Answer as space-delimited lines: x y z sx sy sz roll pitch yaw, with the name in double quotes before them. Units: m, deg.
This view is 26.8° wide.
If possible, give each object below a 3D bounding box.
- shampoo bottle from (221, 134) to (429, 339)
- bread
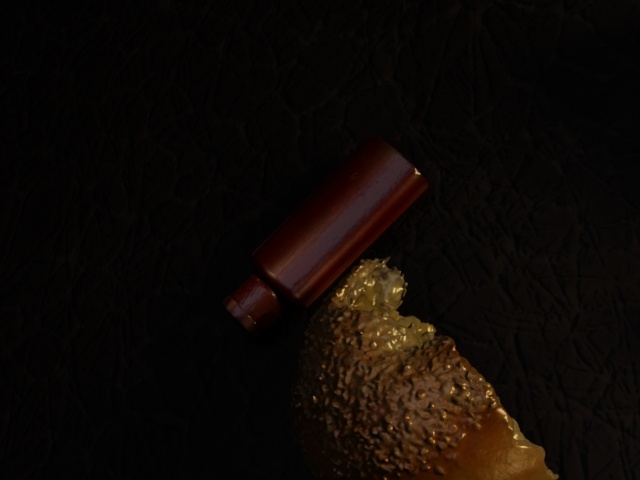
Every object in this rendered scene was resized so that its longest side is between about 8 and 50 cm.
"shampoo bottle" 0.000 0.000 1.518 0.260 0.064 0.102 -45 52 -3
"bread" 0.062 0.162 1.315 0.192 0.171 0.314 -36 50 -1
